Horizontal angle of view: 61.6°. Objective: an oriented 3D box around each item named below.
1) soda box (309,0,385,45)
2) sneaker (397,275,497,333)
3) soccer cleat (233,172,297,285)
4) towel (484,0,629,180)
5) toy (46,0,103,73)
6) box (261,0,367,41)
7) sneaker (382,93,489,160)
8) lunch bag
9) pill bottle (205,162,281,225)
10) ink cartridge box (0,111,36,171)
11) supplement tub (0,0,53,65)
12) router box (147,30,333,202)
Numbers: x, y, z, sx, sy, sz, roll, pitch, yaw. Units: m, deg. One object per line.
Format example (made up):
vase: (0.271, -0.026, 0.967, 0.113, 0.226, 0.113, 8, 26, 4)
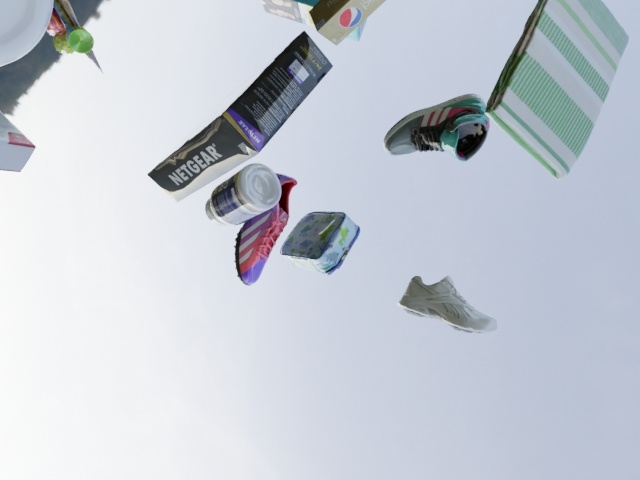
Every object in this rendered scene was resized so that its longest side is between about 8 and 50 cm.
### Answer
soda box: (0.068, -0.444, 0.971, 0.181, 0.061, 0.058, -34, -120, 30)
sneaker: (0.306, 0.143, 1.258, 0.232, 0.090, 0.115, 19, -99, 11)
soccer cleat: (-0.146, -0.033, 1.439, 0.117, 0.109, 0.317, 6, -103, 24)
towel: (0.429, -0.301, 0.957, 0.038, 0.248, 0.324, 8, -110, 60)
toy: (-0.493, -0.402, 1.026, 0.056, 0.136, 0.237, -33, -136, -20)
box: (-0.017, -0.542, 1.236, 0.245, 0.100, 0.060, 20, -94, 7)
sneaker: (0.320, -0.270, 1.435, 0.296, 0.123, 0.178, -23, -141, 14)
lunch bag: (0.000, 0.000, 1.493, 0.219, 0.090, 0.176, 4, -123, 55)
pill bottle: (-0.161, -0.083, 1.068, 0.169, 0.094, 0.094, -22, -126, 49)
ink cartridge box: (-0.686, -0.221, 1.072, 0.175, 0.127, 0.072, 41, -75, 13)
supplement tub: (-0.519, -0.361, 0.729, 0.338, 0.207, 0.207, 31, -91, 42)
router box: (-0.148, -0.208, 0.945, 0.309, 0.081, 0.242, -16, -147, 51)
